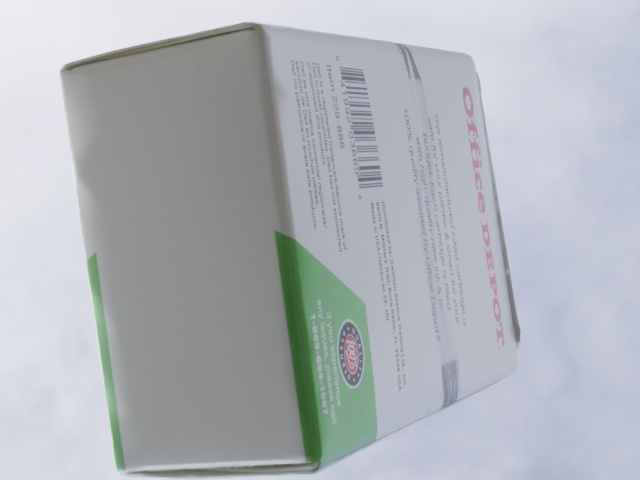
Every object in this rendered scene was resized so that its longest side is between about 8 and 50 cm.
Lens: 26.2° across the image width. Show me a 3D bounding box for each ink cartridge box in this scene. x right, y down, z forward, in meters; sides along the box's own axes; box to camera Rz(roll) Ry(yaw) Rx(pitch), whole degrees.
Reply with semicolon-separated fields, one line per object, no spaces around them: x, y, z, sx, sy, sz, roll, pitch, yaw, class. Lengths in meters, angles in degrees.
0.000;0.000;0.772;0.121;0.289;0.211;-8;-90;27;ink cartridge box
